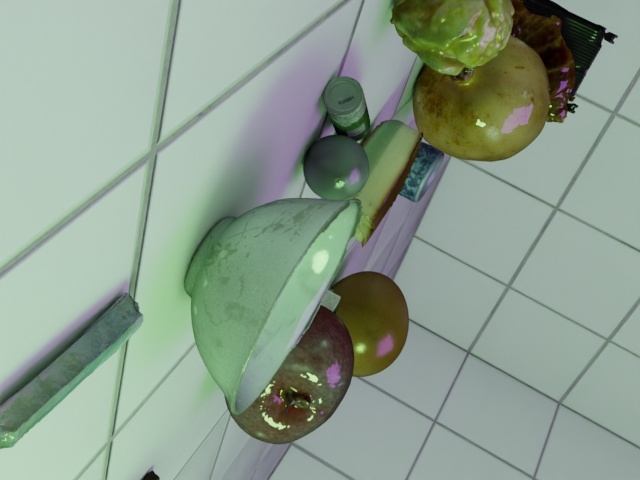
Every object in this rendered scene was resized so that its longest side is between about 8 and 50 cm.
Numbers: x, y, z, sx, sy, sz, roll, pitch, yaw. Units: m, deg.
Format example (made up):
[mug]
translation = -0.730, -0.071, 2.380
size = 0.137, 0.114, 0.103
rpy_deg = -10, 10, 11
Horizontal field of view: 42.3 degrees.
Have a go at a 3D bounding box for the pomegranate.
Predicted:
[pomegranate]
translation = 0.352, -0.320, 1.840
size = 0.319, 0.319, 0.319
rpy_deg = -58, 170, -17

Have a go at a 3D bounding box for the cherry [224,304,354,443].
[cherry]
translation = -0.056, 0.225, 1.501
size = 0.261, 0.221, 0.307
rpy_deg = -55, -175, 16

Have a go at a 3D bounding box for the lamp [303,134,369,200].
[lamp]
translation = 0.025, -0.112, 1.283
size = 0.105, 0.105, 0.105
rpy_deg = -58, 170, -17

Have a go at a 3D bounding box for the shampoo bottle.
[shampoo bottle]
translation = 0.043, -0.193, 1.282
size = 0.065, 0.065, 0.204
rpy_deg = -61, 170, -3

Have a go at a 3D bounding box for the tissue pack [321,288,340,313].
[tissue pack]
translation = -0.001, 0.149, 1.933
size = 0.079, 0.085, 0.111
rpy_deg = -56, 168, -33

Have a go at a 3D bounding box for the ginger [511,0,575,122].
[ginger]
translation = 0.472, -0.431, 2.010
size = 0.274, 0.357, 0.152
rpy_deg = -55, -176, 9

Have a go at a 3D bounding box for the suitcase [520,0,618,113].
[suitcase]
translation = 0.551, -0.508, 2.144
size = 0.152, 0.335, 0.229
rpy_deg = -77, -170, -67

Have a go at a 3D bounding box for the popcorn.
[popcorn]
translation = 0.210, -0.357, 1.284
size = 0.167, 0.187, 0.185
rpy_deg = -36, -174, -29

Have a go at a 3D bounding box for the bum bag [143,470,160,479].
[bum bag]
translation = -0.318, 0.469, 1.393
size = 0.109, 0.026, 0.159
rpy_deg = -51, 166, -49

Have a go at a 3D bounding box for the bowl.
[bowl]
translation = -0.085, 0.052, 1.063
size = 0.313, 0.146, 0.313
rpy_deg = -57, 168, -18

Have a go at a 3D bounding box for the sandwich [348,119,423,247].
[sandwich]
translation = 0.101, -0.113, 1.642
size = 0.186, 0.108, 0.220
rpy_deg = -51, 168, -49

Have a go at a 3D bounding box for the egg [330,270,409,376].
[egg]
translation = 0.113, 0.217, 2.216
size = 0.322, 0.250, 0.250
rpy_deg = -67, 177, -48

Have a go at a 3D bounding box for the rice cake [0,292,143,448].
[rice cake]
translation = -0.239, 0.121, 0.796
size = 0.043, 0.034, 0.211
rpy_deg = -58, 175, 37

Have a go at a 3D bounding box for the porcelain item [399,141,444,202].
[porcelain item]
translation = 0.228, -0.182, 2.076
size = 0.147, 0.114, 0.147
rpy_deg = -56, 168, -19
